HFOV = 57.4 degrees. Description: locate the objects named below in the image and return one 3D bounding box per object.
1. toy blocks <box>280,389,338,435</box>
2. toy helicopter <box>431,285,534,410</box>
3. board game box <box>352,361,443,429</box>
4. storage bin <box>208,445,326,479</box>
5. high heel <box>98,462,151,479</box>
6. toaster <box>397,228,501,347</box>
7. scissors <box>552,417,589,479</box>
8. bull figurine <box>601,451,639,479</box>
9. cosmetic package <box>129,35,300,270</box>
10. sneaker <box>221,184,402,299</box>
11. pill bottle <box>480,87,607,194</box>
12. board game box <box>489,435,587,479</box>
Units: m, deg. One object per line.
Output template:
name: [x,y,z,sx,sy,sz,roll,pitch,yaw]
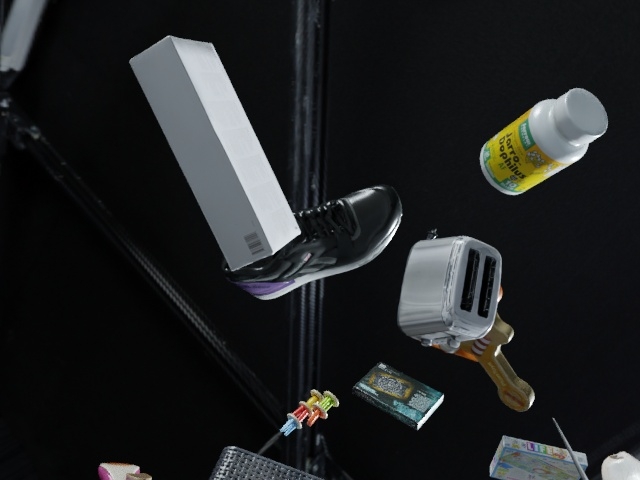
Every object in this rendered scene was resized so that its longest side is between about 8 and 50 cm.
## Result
toy blocks: [-0.035,0.482,1.613,0.123,0.148,0.054,-16,-70,56]
toy helicopter: [0.383,0.267,1.420,0.355,0.140,0.235,55,-40,-2]
board game box: [0.188,0.375,1.427,0.186,0.126,0.026,23,-56,32]
storage bin: [-0.069,0.371,0.790,0.180,0.084,0.122,18,-52,5]
high heel: [-0.379,0.496,1.117,0.244,0.082,0.117,-13,-114,50]
toaster: [0.238,0.082,1.066,0.146,0.129,0.227,-14,-122,59]
scissors: [0.469,0.447,0.989,0.021,0.109,0.297,-28,-82,32]
bull figurine: [0.175,0.286,0.324,0.188,0.101,0.311,-27,-109,43]
cosmetic package: [-0.109,-0.094,0.637,0.060,0.099,0.239,-23,-84,22]
sneaker: [-0.013,-0.001,0.862,0.283,0.124,0.107,-30,-114,10]
pill bottle: [0.384,-0.170,1.015,0.118,0.117,0.208,61,-29,6]
board game box: [0.415,0.433,1.123,0.154,0.026,0.104,11,-53,7]
